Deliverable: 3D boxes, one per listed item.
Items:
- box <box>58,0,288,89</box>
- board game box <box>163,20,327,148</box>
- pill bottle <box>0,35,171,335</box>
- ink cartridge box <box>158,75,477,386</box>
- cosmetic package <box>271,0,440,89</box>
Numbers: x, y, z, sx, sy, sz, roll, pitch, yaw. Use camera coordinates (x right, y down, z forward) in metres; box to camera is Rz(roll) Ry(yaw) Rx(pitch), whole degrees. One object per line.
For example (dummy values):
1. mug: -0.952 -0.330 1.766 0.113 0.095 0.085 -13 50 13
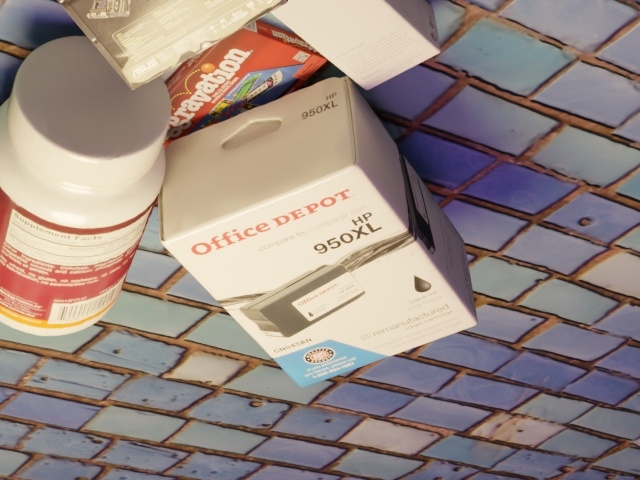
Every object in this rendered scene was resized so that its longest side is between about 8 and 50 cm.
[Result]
1. box: -0.174 -0.295 1.693 0.231 0.056 0.183 -27 117 25
2. board game box: -0.132 -0.185 1.972 0.145 0.027 0.281 17 140 -33
3. pill bottle: -0.324 -0.065 1.931 0.224 0.224 0.392 3 146 -19
4. ink cartridge box: 0.000 0.000 2.028 0.285 0.166 0.395 -22 138 17
5. cosmetic package: 0.033 -0.283 1.808 0.117 0.085 0.231 -25 142 25
